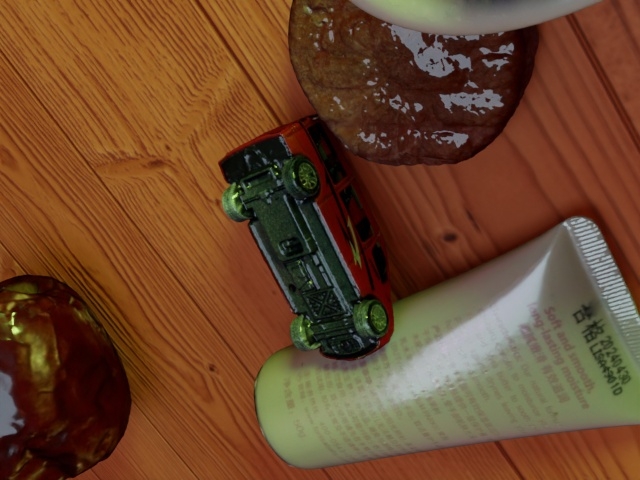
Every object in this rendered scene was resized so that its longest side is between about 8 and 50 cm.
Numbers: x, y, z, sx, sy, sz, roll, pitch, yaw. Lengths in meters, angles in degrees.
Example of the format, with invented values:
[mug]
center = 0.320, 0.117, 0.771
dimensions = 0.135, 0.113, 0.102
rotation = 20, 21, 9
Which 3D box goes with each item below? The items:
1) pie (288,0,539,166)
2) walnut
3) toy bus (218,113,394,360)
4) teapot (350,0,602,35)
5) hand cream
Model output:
[pie]
center = 0.058, -0.133, 0.498
dimensions = 0.182, 0.049, 0.182
rotation = 16, 128, 22
[walnut]
center = -0.363, 0.165, 0.881
dimensions = 0.243, 0.221, 0.269
rotation = -1, 107, 23
[toy bus]
center = 0.000, 0.000, 0.589
dimensions = 0.081, 0.089, 0.195
rotation = -19, 103, 38
[teapot]
center = 0.150, -0.216, 0.212
dimensions = 0.280, 0.252, 0.424
rotation = 21, 139, -33
[hand cream]
center = 0.100, 0.112, 0.628
dimensions = 0.358, 0.118, 0.186
rotation = -23, 103, 33
